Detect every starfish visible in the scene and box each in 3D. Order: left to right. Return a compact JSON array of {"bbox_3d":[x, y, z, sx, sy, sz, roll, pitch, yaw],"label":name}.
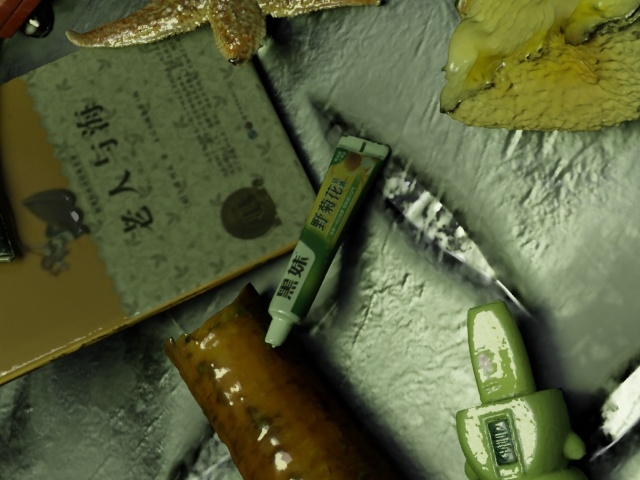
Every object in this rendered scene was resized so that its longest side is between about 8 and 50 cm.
[{"bbox_3d":[-0.094,-0.253,1.303,0.295,0.048,0.231,-10,69,13],"label":"starfish"}]

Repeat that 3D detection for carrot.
[{"bbox_3d":[-0.023,0.170,1.209,0.114,0.114,0.302,-46,66,19],"label":"carrot"}]

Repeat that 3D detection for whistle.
[{"bbox_3d":[0.157,0.160,1.121,0.105,0.085,0.227,-19,78,27],"label":"whistle"}]

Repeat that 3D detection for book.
[{"bbox_3d":[-0.216,-0.041,1.288,0.389,0.032,0.269,-26,72,-3],"label":"book"}]

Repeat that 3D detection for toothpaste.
[{"bbox_3d":[0.000,0.000,1.225,0.049,0.031,0.204,18,72,23],"label":"toothpaste"}]

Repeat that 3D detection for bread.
[{"bbox_3d":[0.215,-0.174,1.088,0.252,0.133,0.174,-32,37,53],"label":"bread"}]

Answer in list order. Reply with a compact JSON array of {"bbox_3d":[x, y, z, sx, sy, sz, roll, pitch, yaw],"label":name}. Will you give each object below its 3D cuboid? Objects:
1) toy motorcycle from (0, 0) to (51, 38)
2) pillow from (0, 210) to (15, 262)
[{"bbox_3d":[-0.331,-0.288,1.423,0.298,0.089,0.171,-42,74,28],"label":"toy motorcycle"},{"bbox_3d":[-0.357,-0.066,1.267,0.141,0.055,0.208,-10,71,-7],"label":"pillow"}]
